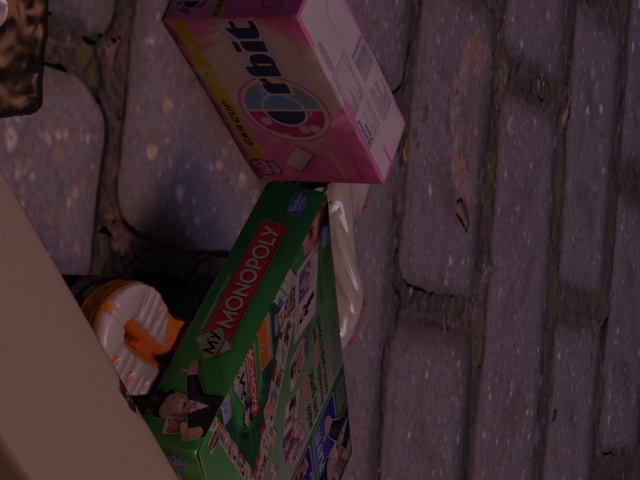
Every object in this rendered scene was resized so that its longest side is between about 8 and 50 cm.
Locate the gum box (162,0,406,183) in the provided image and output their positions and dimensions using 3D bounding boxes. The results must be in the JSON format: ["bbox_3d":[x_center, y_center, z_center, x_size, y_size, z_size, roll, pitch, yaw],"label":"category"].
[{"bbox_3d":[-0.019,-0.116,1.056,0.188,0.107,0.062,59,43,-46],"label":"gum box"}]

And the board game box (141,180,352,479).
[{"bbox_3d":[-0.041,0.142,1.021,0.317,0.046,0.213,84,26,-49],"label":"board game box"}]

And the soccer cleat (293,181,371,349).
[{"bbox_3d":[0.000,0.000,1.156,0.076,0.068,0.196,43,48,-49],"label":"soccer cleat"}]

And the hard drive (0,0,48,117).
[{"bbox_3d":[-0.203,-0.192,0.471,0.237,0.064,0.339,-14,122,-34],"label":"hard drive"}]

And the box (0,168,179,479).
[{"bbox_3d":[-0.175,0.089,0.782,0.094,0.113,0.275,-62,144,-39],"label":"box"}]

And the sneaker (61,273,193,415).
[{"bbox_3d":[-0.126,0.071,0.909,0.215,0.083,0.084,70,37,-61],"label":"sneaker"}]
